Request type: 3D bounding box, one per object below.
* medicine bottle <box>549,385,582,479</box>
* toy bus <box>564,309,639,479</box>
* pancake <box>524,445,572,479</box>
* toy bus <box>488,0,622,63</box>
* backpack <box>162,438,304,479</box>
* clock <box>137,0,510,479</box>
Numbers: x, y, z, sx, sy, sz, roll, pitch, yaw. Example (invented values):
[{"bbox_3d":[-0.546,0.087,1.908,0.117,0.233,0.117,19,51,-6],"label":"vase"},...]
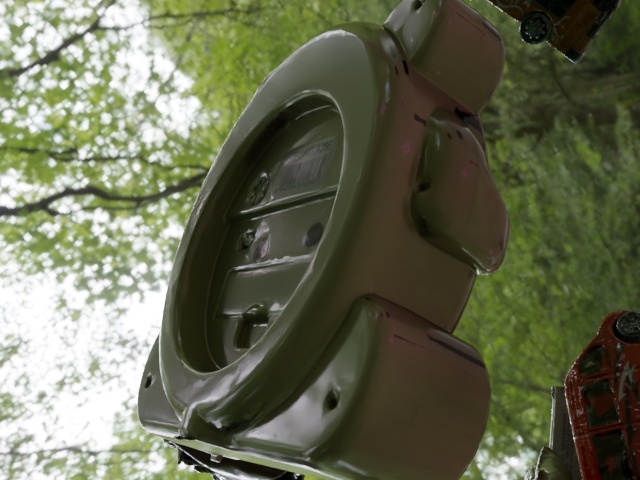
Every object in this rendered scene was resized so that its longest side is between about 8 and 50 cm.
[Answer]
[{"bbox_3d":[0.308,0.248,0.746,0.052,0.171,0.201,37,-123,-55],"label":"medicine bottle"},{"bbox_3d":[0.269,0.154,0.681,0.195,0.089,0.081,-83,-28,-46],"label":"toy bus"},{"bbox_3d":[0.144,0.350,0.665,0.054,0.376,0.197,28,156,14],"label":"pancake"},{"bbox_3d":[0.354,-0.427,1.244,0.275,0.167,0.138,39,-148,6],"label":"toy bus"},{"bbox_3d":[-0.118,0.349,1.394,0.317,0.283,0.197,70,-149,-74],"label":"backpack"},{"bbox_3d":[0.000,0.000,0.519,0.114,0.284,0.309,27,-111,-28],"label":"clock"}]
